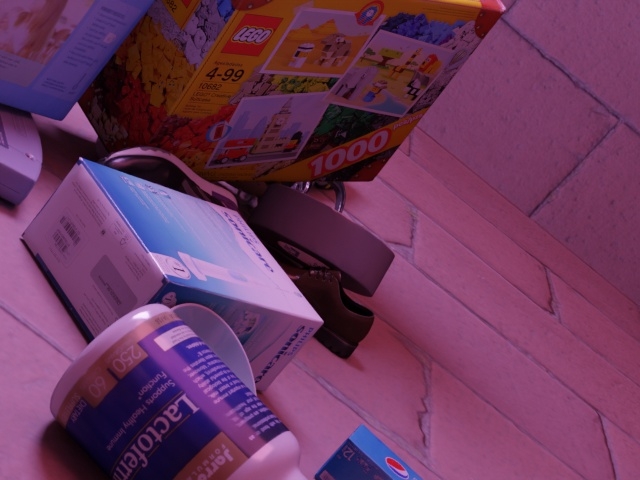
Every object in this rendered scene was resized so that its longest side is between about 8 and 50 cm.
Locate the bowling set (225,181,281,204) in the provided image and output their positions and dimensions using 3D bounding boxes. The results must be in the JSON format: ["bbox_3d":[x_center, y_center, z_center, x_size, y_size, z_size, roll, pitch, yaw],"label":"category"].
[{"bbox_3d":[-0.112,-0.190,2.395,0.154,0.287,0.200,40,-19,-28],"label":"bowling set"}]

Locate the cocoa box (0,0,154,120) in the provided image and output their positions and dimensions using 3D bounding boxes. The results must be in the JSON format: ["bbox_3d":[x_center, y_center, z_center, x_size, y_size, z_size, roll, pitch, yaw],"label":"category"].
[{"bbox_3d":[-0.412,-0.325,1.741,0.228,0.231,0.347,47,15,25],"label":"cocoa box"}]

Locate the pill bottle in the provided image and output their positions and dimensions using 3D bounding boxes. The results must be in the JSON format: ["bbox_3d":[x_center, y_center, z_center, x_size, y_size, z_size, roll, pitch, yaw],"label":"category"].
[{"bbox_3d":[-0.115,0.198,1.352,0.265,0.153,0.153,44,16,12],"label":"pill bottle"}]

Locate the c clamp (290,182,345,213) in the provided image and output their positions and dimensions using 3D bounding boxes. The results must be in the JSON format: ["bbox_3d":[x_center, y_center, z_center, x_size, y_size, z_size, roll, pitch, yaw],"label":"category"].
[{"bbox_3d":[-0.005,-0.073,2.506,0.161,0.022,0.137,33,58,-50],"label":"c clamp"}]

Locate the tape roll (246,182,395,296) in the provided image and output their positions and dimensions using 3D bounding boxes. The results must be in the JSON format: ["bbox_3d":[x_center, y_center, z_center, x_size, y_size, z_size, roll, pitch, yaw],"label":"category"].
[{"bbox_3d":[0.000,0.000,2.155,0.219,0.072,0.219,29,-8,4],"label":"tape roll"}]

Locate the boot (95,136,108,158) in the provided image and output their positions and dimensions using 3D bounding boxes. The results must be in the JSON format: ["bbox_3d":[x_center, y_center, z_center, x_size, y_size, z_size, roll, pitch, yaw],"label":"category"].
[{"bbox_3d":[-0.231,-0.109,2.069,0.190,0.069,0.086,37,22,-11],"label":"boot"}]

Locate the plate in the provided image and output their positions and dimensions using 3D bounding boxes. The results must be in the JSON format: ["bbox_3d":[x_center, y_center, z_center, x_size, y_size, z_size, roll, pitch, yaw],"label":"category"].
[{"bbox_3d":[-0.131,0.160,1.532,0.188,0.024,0.188,33,49,-48],"label":"plate"}]

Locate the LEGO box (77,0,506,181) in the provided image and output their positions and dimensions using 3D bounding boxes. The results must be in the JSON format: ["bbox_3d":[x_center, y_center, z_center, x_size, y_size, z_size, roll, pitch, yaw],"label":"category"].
[{"bbox_3d":[-0.041,-0.274,2.043,0.500,0.372,0.193,-3,50,-46],"label":"LEGO box"}]

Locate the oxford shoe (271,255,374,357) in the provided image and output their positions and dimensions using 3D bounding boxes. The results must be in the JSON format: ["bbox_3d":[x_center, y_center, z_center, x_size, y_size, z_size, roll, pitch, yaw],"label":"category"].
[{"bbox_3d":[-0.019,0.062,2.058,0.227,0.096,0.083,36,18,-11],"label":"oxford shoe"}]

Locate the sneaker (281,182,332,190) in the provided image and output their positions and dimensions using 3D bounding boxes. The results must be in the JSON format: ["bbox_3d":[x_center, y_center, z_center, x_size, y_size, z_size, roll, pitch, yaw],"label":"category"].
[{"bbox_3d":[-0.017,-0.181,2.630,0.145,0.147,0.385,45,18,7],"label":"sneaker"}]

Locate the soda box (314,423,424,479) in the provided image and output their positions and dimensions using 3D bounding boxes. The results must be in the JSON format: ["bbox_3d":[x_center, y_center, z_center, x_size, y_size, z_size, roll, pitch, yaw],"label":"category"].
[{"bbox_3d":[0.098,0.316,1.688,0.210,0.067,0.071,43,15,6],"label":"soda box"}]

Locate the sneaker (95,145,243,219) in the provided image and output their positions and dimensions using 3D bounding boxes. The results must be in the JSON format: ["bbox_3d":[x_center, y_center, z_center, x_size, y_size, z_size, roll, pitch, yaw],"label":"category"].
[{"bbox_3d":[-0.188,-0.033,1.915,0.283,0.107,0.124,21,32,-49],"label":"sneaker"}]

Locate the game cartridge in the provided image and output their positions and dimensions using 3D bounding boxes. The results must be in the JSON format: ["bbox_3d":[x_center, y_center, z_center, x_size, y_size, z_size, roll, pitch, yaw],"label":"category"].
[{"bbox_3d":[-0.437,-0.158,1.760,0.196,0.060,0.294,26,21,-32],"label":"game cartridge"}]

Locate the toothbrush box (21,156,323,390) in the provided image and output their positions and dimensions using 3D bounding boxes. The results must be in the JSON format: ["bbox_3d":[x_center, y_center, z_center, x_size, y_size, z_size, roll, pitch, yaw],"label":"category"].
[{"bbox_3d":[-0.169,0.045,1.692,0.295,0.126,0.216,17,28,-53],"label":"toothbrush box"}]
